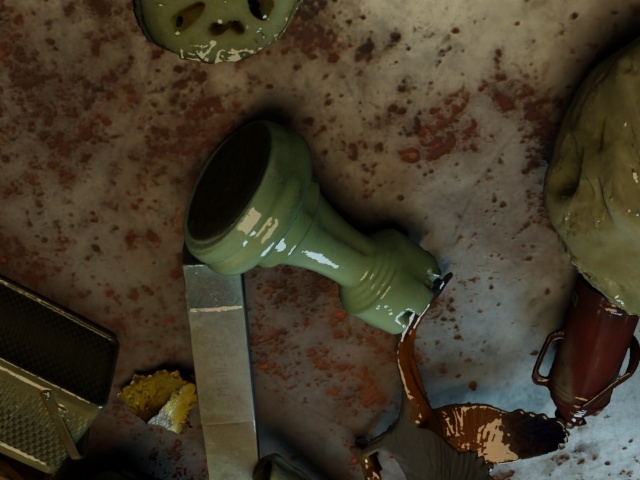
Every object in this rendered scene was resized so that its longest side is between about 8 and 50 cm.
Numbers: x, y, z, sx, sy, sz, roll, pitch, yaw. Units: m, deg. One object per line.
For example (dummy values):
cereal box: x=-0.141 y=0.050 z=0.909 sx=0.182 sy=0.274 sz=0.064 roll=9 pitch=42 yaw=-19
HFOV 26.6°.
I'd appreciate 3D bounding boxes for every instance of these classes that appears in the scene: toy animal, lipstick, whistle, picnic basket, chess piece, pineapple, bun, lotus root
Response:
toy animal: x=0.131 y=0.233 z=1.818 sx=0.302 sy=0.225 sz=0.284 roll=-35 pitch=85 yaw=38
lipstick: x=-0.128 y=0.169 z=1.803 sx=0.076 sy=0.079 sz=0.371 roll=-4 pitch=121 yaw=-2
whistle: x=0.025 y=0.399 z=1.896 sx=0.326 sy=0.057 sz=0.068 roll=39 pitch=91 yaw=-32
picnic basket: x=-0.400 y=0.166 z=1.742 sx=0.267 sy=0.165 sz=0.139 roll=30 pitch=117 yaw=-17
chess piece: x=0.000 y=0.000 z=1.660 sx=0.299 sy=0.194 sz=0.194 roll=31 pitch=115 yaw=-28
pineapple: x=-0.208 y=0.234 z=1.845 sx=0.114 sy=0.077 sz=0.114 roll=-21 pitch=132 yaw=17
bun: x=0.438 y=-0.067 z=1.596 sx=0.326 sy=0.234 sz=0.362 roll=3 pitch=115 yaw=-7
lotus root: x=-0.115 y=-0.300 z=1.529 sx=0.183 sy=0.078 sz=0.203 roll=20 pitch=129 yaw=-21

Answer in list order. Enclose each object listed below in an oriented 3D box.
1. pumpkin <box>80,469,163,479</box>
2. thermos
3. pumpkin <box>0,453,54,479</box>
pumpkin: x=-0.305 y=0.457 z=1.886 sx=0.296 sy=0.296 sz=0.295 roll=-1 pitch=120 yaw=-1
thermos: x=0.352 y=0.153 z=1.797 sx=0.124 sy=0.099 sz=0.232 roll=9 pitch=119 yaw=-8
pumpkin: x=-0.403 y=0.335 z=1.790 sx=0.280 sy=0.190 sz=0.139 roll=47 pitch=106 yaw=23
